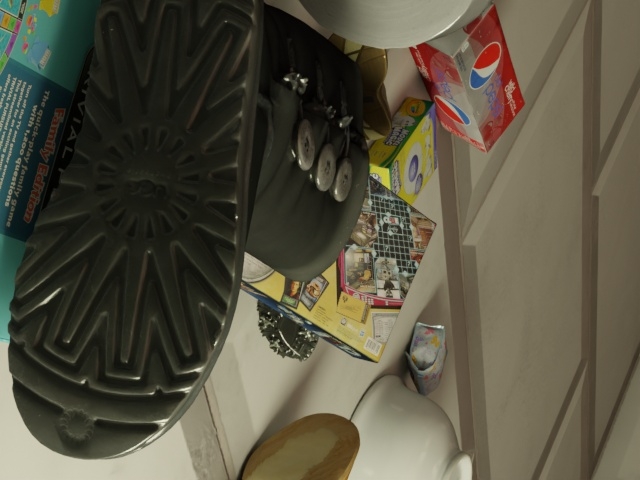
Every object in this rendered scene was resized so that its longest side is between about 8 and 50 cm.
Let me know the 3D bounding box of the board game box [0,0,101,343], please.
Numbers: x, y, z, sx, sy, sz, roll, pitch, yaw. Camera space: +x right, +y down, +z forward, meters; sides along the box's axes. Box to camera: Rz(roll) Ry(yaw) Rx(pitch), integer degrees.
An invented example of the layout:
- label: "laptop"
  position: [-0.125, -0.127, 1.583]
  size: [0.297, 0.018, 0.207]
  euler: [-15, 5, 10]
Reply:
- label: "board game box"
  position: [-0.253, -0.077, 0.946]
  size: [0.336, 0.079, 0.253]
  euler: [29, 75, -68]

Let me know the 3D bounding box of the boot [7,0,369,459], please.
- label: "boot"
  position: [-0.077, -0.014, 1.194]
  size: [0.445, 0.146, 0.367]
  euler: [29, 77, -80]

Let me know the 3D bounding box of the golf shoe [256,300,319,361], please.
- label: "golf shoe"
  position: [-0.019, 0.035, 1.594]
  size: [0.094, 0.077, 0.198]
  euler: [-48, 146, -51]

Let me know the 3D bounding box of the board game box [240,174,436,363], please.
- label: "board game box"
  position: [0.000, 0.000, 1.504]
  size: [0.243, 0.042, 0.165]
  euler: [34, 74, -38]

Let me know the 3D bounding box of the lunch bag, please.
- label: "lunch bag"
  position: [0.148, 0.169, 2.115]
  size: [0.071, 0.053, 0.083]
  euler: [75, 25, -54]

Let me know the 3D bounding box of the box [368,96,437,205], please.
- label: "box"
  position: [0.093, -0.087, 1.845]
  size: [0.179, 0.043, 0.105]
  euler: [-53, 148, -43]

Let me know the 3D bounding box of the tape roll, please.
- label: "tape roll"
  position: [0.071, -0.294, 1.429]
  size: [0.072, 0.219, 0.219]
  euler: [-27, 127, -61]

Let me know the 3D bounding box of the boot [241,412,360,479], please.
- label: "boot"
  position: [-0.051, 0.351, 1.689]
  size: [0.295, 0.104, 0.211]
  euler: [-48, 150, -42]

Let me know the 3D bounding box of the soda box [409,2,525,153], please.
- label: "soda box"
  position: [0.186, -0.219, 1.913]
  size: [0.092, 0.083, 0.263]
  euler: [-52, 154, -10]

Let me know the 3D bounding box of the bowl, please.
- label: "bowl"
  position: [0.120, 0.340, 2.037]
  size: [0.298, 0.134, 0.298]
  euler: [14, 90, -68]

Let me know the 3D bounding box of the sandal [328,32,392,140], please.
- label: "sandal"
  position: [0.045, -0.180, 1.644]
  size: [0.180, 0.072, 0.049]
  euler: [74, 20, -53]
